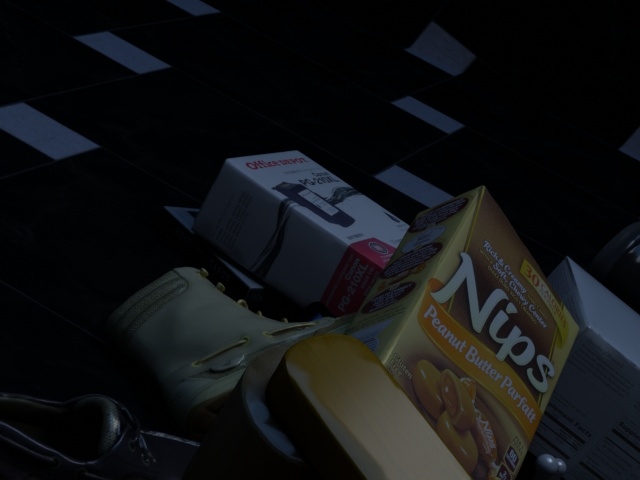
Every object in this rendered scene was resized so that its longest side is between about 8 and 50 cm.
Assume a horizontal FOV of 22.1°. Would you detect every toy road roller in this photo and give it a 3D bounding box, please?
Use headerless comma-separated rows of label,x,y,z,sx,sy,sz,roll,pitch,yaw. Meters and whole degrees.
toy road roller,-0.017,0.243,1.071,0.240,0.202,0.329,-11,54,-40

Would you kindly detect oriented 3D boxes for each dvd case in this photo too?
dvd case,-0.055,0.023,1.937,0.238,0.029,0.179,4,29,-47

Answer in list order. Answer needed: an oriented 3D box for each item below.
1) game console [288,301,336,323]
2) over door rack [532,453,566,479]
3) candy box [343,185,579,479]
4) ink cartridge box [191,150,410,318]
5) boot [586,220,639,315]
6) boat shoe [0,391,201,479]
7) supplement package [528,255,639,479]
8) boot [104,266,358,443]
game console,-0.034,0.120,1.610,0.124,0.085,0.144,12,22,-36
over door rack,0.266,0.305,1.465,0.239,0.108,0.324,30,19,16
candy box,0.117,0.112,1.474,0.183,0.087,0.316,55,38,-16
ink cartridge box,0.000,0.000,1.865,0.237,0.100,0.172,35,20,20
boot,0.532,0.188,1.887,0.445,0.146,0.367,40,-4,37
boat shoe,-0.180,0.167,1.277,0.285,0.092,0.103,12,24,-35
supplement package,0.319,0.176,1.726,0.262,0.145,0.204,39,17,-11
boot,-0.053,0.089,1.563,0.262,0.095,0.203,-22,38,-25
